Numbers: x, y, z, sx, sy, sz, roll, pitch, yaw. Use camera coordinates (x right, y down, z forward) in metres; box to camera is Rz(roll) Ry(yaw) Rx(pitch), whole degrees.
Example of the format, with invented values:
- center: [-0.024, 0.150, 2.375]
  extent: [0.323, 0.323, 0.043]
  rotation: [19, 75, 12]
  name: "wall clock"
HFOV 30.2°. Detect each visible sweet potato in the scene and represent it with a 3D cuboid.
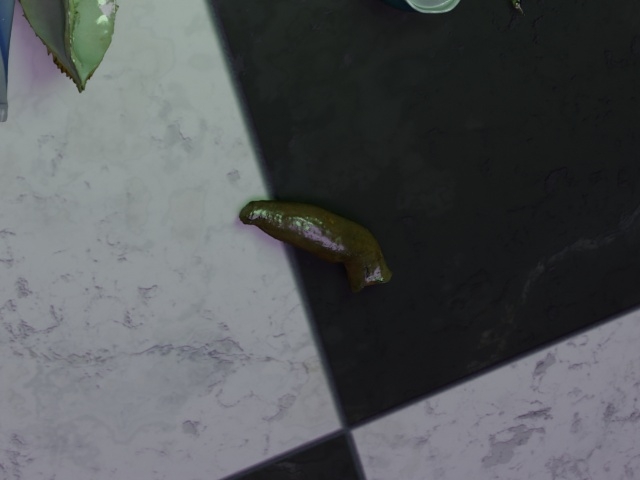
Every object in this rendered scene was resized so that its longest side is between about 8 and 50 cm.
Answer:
- center: [0.002, 0.004, 1.923]
  extent: [0.286, 0.085, 0.112]
  rotation: [22, 114, -30]
  name: "sweet potato"

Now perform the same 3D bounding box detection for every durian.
- center: [-0.326, -0.331, 1.565]
  extent: [0.144, 0.139, 0.252]
  rotation: [-4, 121, -24]
  name: "durian"

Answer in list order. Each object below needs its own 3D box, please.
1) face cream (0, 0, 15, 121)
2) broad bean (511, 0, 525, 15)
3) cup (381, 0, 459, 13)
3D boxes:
- center: [-0.506, -0.333, 1.531]
  extent: [0.235, 0.137, 0.420]
  rotation: [0, 131, -23]
  name: "face cream"
- center: [0.381, -0.439, 1.827]
  extent: [0.227, 0.039, 0.069]
  rotation: [-37, 119, 4]
  name: "broad bean"
- center: [0.134, -0.398, 1.677]
  extent: [0.300, 0.173, 0.167]
  rotation: [-3, 122, -20]
  name: "cup"
